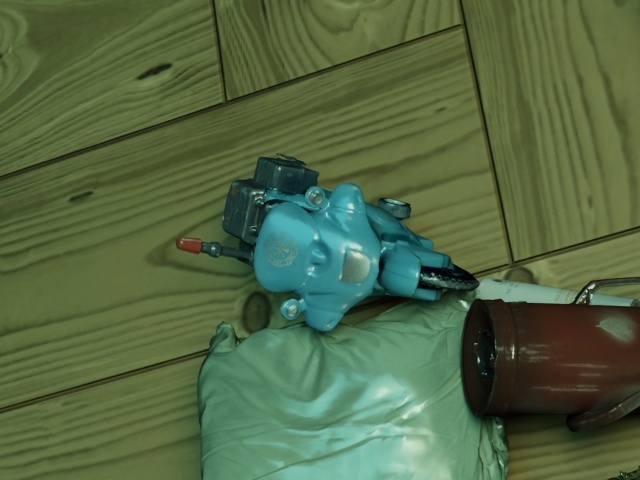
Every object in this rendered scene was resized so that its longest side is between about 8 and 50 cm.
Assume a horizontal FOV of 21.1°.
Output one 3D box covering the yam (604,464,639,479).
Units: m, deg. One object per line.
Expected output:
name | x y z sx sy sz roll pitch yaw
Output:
yam | 0.339 0.236 1.229 0.348 0.241 0.241 -19 64 19

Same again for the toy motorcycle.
toy motorcycle | 0.000 0.000 1.469 0.272 0.182 0.124 25 105 56

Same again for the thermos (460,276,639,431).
thermos | 0.235 0.090 1.374 0.232 0.099 0.124 0 87 -11

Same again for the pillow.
pillow | 0.034 0.195 1.432 0.283 0.138 0.310 -7 67 14

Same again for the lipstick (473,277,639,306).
lipstick | 0.200 0.059 1.466 0.141 0.040 0.040 7 73 26
